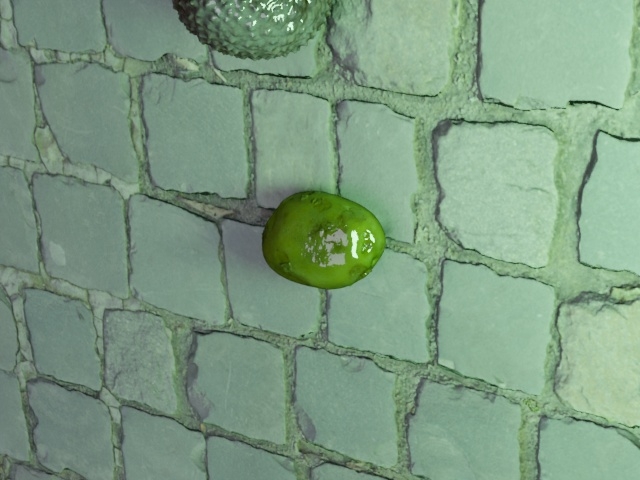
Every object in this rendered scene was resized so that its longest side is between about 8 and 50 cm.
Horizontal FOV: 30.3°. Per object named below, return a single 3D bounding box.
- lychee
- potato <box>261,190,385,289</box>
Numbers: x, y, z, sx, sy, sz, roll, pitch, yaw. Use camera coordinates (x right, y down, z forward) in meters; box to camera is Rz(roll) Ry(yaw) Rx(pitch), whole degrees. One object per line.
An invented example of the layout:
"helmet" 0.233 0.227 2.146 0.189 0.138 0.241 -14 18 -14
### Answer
"lychee" -0.125 -0.434 1.988 0.300 0.300 0.300 13 119 26
"potato" 0.000 0.000 2.205 0.253 0.148 0.186 -10 109 33
